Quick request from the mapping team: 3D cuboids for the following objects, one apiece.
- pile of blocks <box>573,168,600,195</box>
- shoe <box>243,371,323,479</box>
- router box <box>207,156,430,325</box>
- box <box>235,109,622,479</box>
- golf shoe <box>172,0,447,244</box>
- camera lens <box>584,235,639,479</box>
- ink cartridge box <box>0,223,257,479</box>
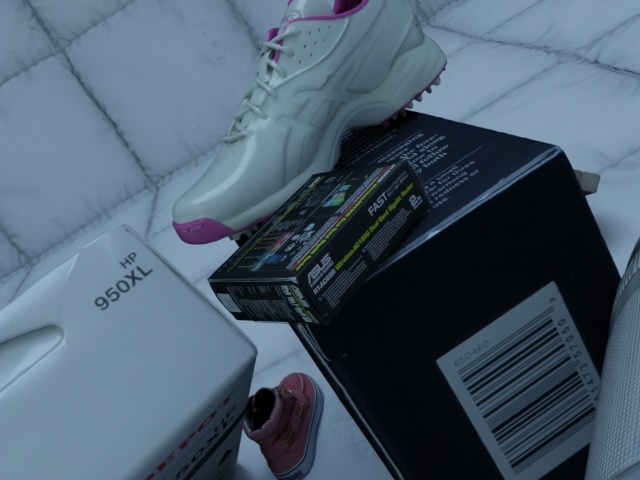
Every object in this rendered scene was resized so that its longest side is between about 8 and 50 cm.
[{"bbox_3d":[0.243,-0.045,1.001,0.362,0.149,0.112,-148,71,-77],"label":"pile of blocks"},{"bbox_3d":[-0.044,0.192,0.865,0.064,0.081,0.178,-27,22,14],"label":"shoe"},{"bbox_3d":[0.000,0.000,0.475,0.092,0.038,0.122,-5,35,50],"label":"router box"},{"bbox_3d":[0.085,0.059,0.688,0.212,0.293,0.395,-34,21,-5],"label":"box"},{"bbox_3d":[-0.025,-0.121,0.640,0.306,0.140,0.115,-44,26,-25],"label":"golf shoe"},{"bbox_3d":[0.242,0.094,0.339,0.219,0.219,0.274,-16,27,36],"label":"camera lens"},{"bbox_3d":[-0.220,0.208,0.679,0.285,0.166,0.395,-43,-15,-26],"label":"ink cartridge box"}]
